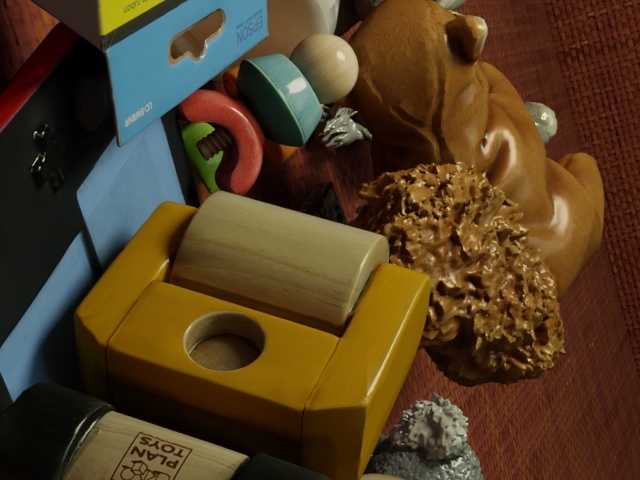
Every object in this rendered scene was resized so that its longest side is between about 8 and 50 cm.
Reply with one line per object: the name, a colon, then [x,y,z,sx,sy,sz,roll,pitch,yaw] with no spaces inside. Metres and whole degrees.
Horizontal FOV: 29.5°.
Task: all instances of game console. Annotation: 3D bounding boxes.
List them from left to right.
game console: [-0.162,0.054,0.897,0.342,0.060,0.386,-73,157,-50]

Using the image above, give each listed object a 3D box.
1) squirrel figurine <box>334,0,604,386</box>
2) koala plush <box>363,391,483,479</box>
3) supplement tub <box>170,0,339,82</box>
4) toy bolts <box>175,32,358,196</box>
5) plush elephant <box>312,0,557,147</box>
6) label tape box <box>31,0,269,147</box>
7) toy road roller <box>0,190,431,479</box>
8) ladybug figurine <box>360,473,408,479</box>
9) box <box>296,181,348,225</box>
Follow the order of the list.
squirrel figurine: [0.139,-0.058,1.275,0.397,0.281,0.370,-84,157,-44]
koala plush: [0.063,0.242,1.210,0.196,0.221,0.203,66,25,-22]
supplement tub: [-0.065,-0.330,1.258,0.193,0.194,0.316,53,33,-43]
toy bolts: [-0.070,-0.151,1.079,0.218,0.158,0.228,59,-11,-21]
plush elephant: [0.121,-0.257,1.546,0.330,0.272,0.255,-9,113,-43]
label tape box: [-0.130,-0.268,0.830,0.240,0.106,0.333,-48,146,-53]
toy road roller: [-0.069,0.149,0.835,0.240,0.203,0.329,93,19,-44]
ladybug figurine: [0.105,0.364,1.020,0.449,0.162,0.305,38,22,-42]
box: [0.000,0.000,1.439,0.137,0.027,0.094,-57,131,-59]
